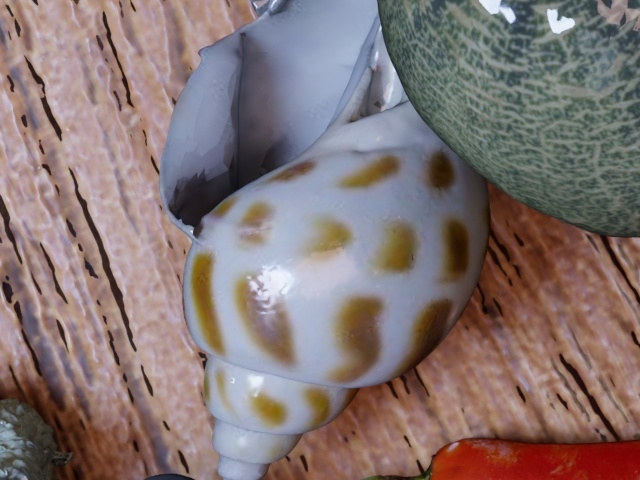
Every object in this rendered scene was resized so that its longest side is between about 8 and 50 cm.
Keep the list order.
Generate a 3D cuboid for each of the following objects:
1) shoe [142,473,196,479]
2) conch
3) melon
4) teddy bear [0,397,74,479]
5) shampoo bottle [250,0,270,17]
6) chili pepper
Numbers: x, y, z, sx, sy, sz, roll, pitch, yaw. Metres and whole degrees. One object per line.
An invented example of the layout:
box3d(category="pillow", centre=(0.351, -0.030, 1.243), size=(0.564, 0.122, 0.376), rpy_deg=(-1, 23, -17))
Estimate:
box3d(category="shoe", centre=(-0.045, 0.220, 0.894), size=(0.108, 0.093, 0.241), rpy_deg=(-37, 113, 11))
box3d(category="conch", centre=(0.000, 0.000, 0.831), size=(0.183, 0.149, 0.275), rpy_deg=(20, 71, 33))
box3d(category="melon", centre=(0.160, -0.126, 0.729), size=(0.249, 0.329, 0.248), rpy_deg=(1, 91, 23))
box3d(category="teddy bear", centre=(-0.220, 0.129, 0.889), size=(0.213, 0.111, 0.133), rpy_deg=(12, 133, 29))
box3d(category="shampoo bottle", centre=(0.050, -0.185, 0.867), size=(0.208, 0.057, 0.063), rpy_deg=(-28, 91, 6))
box3d(category="chili pepper", centre=(0.143, 0.145, 0.881), size=(0.272, 0.063, 0.071), rpy_deg=(-4, 109, 2))
